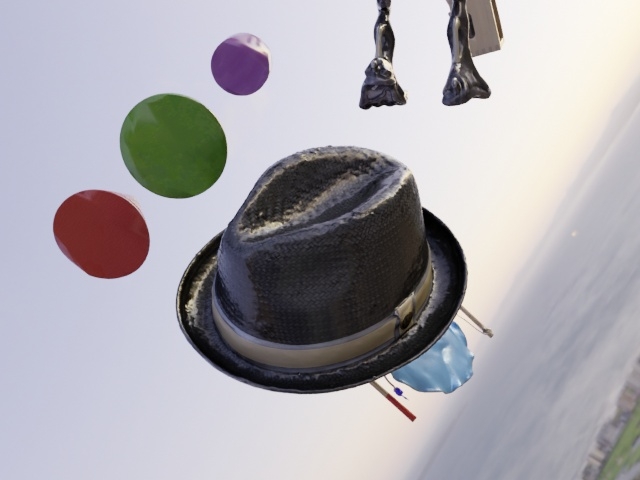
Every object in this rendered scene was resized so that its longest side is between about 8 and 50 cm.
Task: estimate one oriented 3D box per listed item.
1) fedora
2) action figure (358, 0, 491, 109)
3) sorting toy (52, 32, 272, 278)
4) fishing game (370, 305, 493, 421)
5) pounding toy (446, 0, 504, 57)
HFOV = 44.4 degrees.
[{"bbox_3d":[0.000,0.000,0.839,0.334,0.334,0.152,-48,-32,-40],"label":"fedora"},{"bbox_3d":[0.068,-0.249,0.633,0.141,0.164,0.275,-77,-19,-74],"label":"action figure"},{"bbox_3d":[-0.183,-0.113,0.969,0.365,0.127,0.126,-46,12,20],"label":"sorting toy"},{"bbox_3d":[0.119,0.131,1.051,0.264,0.189,0.041,-36,-17,-51],"label":"fishing game"},{"bbox_3d":[0.268,-0.410,1.424,0.130,0.100,0.141,-52,-52,-64],"label":"pounding toy"}]
